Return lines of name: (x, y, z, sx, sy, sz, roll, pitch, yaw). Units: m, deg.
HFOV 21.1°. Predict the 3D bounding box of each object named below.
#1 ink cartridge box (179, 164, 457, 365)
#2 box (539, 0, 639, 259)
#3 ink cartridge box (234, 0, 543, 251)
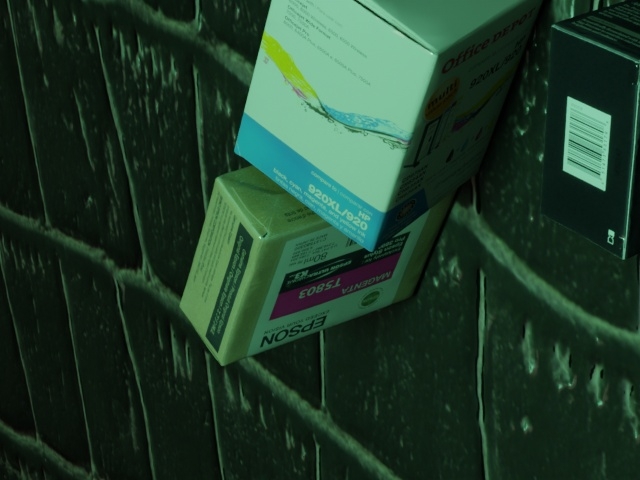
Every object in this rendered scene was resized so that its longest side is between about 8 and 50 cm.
ink cartridge box: (0.000, 0.000, 1.627, 0.088, 0.234, 0.193, 52, 145, 28)
box: (0.249, -0.092, 1.256, 0.093, 0.158, 0.156, 33, 133, 44)
ink cartridge box: (0.059, -0.150, 1.483, 0.168, 0.171, 0.233, 38, 138, 20)
